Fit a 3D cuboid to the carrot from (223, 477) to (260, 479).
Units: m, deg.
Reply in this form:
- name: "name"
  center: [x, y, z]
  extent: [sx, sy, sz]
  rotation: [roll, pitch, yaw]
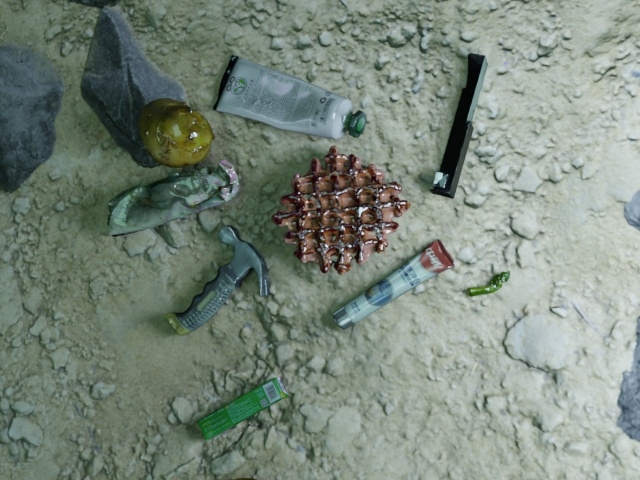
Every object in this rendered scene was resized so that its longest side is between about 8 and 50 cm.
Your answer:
- name: "carrot"
  center: [-0.209, 0.564, 1.290]
  extent: [0.241, 0.341, 0.241]
  rotation: [11, 106, 43]

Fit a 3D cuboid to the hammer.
- name: "hammer"
  center: [-0.203, 0.099, 1.444]
  extent: [0.226, 0.041, 0.159]
  rotation: [-44, 70, 7]

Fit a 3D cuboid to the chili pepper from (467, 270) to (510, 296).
- name: "chili pepper"
  center: [0.297, 0.078, 1.292]
  extent: [0.083, 0.022, 0.027]
  rotation: [-28, 76, 17]

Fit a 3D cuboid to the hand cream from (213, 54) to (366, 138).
- name: "hand cream"
  center: [-0.065, -0.270, 1.445]
  extent: [0.336, 0.076, 0.121]
  rotation: [22, 84, 26]

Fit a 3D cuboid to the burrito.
- name: "burrito"
  center: [-0.302, -0.083, 1.488]
  extent: [0.309, 0.066, 0.096]
  rotation: [-17, 75, 16]

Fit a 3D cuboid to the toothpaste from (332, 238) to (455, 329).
- name: "toothpaste"
  center: [0.130, 0.084, 1.339]
  extent: [0.239, 0.039, 0.062]
  rotation: [-34, 67, 9]

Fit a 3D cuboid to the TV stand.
- name: "TV stand"
  center: [0.251, -0.206, 1.332]
  extent: [0.040, 0.049, 0.256]
  rotation: [15, 88, 21]

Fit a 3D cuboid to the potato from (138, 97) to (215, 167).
- name: "potato"
  center: [-0.285, -0.211, 1.463]
  extent: [0.137, 0.137, 0.176]
  rotation: [-53, 37, 5]

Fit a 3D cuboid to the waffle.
- name: "waffle"
  center: [0.033, -0.051, 1.355]
  extent: [0.221, 0.055, 0.234]
  rotation: [35, 74, 12]

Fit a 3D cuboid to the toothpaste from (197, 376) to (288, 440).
- name: "toothpaste"
  center: [-0.147, 0.316, 1.397]
  extent: [0.178, 0.037, 0.043]
  rotation: [-31, 78, 12]
